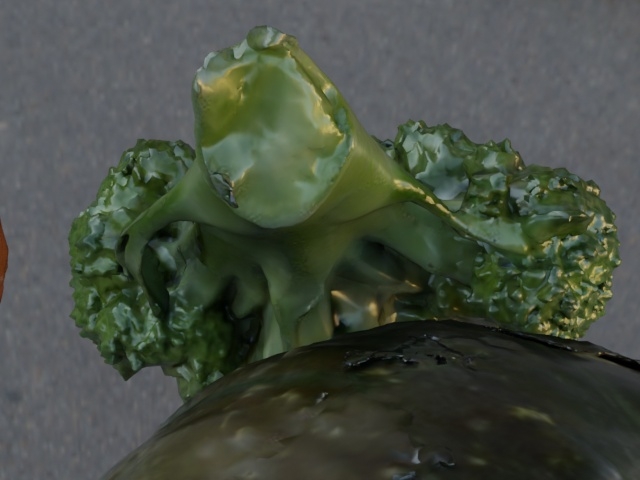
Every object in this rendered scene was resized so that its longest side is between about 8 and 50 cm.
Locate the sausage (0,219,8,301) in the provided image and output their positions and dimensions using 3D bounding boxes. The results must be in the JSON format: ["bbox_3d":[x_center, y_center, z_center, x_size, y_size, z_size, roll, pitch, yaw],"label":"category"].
[{"bbox_3d":[-0.147,-0.090,0.440,0.087,0.326,0.079,-1,43,6],"label":"sausage"}]

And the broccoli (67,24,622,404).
[{"bbox_3d":[0.015,0.022,0.878,0.254,0.302,0.186,9,86,-18],"label":"broccoli"}]

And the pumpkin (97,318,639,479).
[{"bbox_3d":[0.078,0.231,0.696,0.454,0.344,0.454,25,33,-18],"label":"pumpkin"}]
